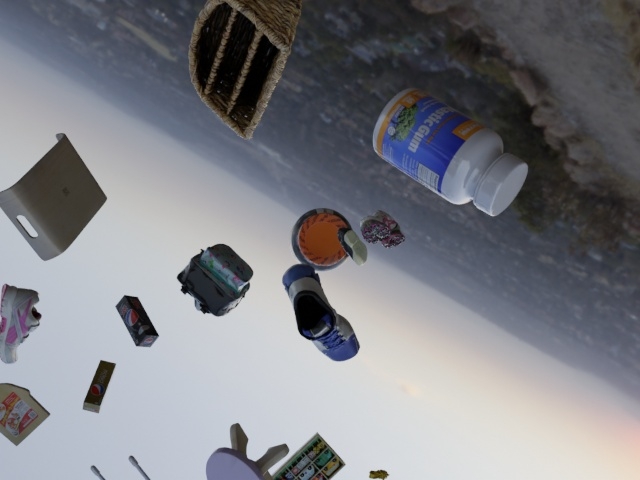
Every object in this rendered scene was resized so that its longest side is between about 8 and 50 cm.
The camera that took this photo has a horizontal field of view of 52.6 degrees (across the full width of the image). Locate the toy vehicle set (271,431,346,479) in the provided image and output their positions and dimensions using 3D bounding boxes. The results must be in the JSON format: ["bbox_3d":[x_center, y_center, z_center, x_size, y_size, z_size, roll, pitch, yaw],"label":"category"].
[{"bbox_3d":[-0.054,0.893,2.501,0.166,0.267,0.035,47,177,-3],"label":"toy vehicle set"}]

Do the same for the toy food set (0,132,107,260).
[{"bbox_3d":[-0.718,-0.122,1.740,0.092,0.306,0.220,-8,126,23],"label":"toy food set"}]

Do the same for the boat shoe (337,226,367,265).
[{"bbox_3d":[0.085,0.015,1.695,0.042,0.049,0.133,28,158,45],"label":"boat shoe"}]

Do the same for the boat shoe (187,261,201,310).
[{"bbox_3d":[-0.468,0.171,2.437,0.083,0.184,0.065,8,178,14],"label":"boat shoe"}]

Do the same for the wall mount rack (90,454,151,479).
[{"bbox_3d":[-0.597,0.842,2.031,0.130,0.350,0.304,14,-121,-52],"label":"wall mount rack"}]

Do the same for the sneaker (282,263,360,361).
[{"bbox_3d":[-0.002,0.230,1.736,0.316,0.127,0.182,59,-173,-26],"label":"sneaker"}]

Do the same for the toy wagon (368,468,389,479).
[{"bbox_3d":[0.121,0.739,1.581,0.267,0.345,0.068,17,175,-44],"label":"toy wagon"}]

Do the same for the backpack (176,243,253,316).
[{"bbox_3d":[-0.345,0.126,2.214,0.225,0.191,0.253,43,-173,2],"label":"backpack"}]

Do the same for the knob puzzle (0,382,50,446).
[{"bbox_3d":[-0.927,0.500,1.942,0.213,0.213,0.030,30,-161,-1],"label":"knob puzzle"}]

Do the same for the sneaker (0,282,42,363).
[{"bbox_3d":[-0.860,0.245,1.852,0.111,0.252,0.103,4,-155,-27],"label":"sneaker"}]

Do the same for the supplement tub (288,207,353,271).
[{"bbox_3d":[0.000,0.000,2.157,0.207,0.207,0.338,30,176,-3],"label":"supplement tub"}]

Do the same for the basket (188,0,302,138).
[{"bbox_3d":[-0.196,-0.427,1.480,0.213,0.223,0.299,20,141,-15],"label":"basket"}]

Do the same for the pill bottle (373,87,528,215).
[{"bbox_3d":[0.244,-0.163,1.217,0.272,0.152,0.152,37,-174,29],"label":"pill bottle"}]

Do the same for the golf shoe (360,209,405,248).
[{"bbox_3d":[0.140,-0.036,1.586,0.186,0.067,0.086,21,-138,-60],"label":"golf shoe"}]

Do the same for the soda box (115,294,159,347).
[{"bbox_3d":[-0.559,0.245,1.971,0.169,0.053,0.060,51,-163,30],"label":"soda box"}]

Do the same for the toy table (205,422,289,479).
[{"bbox_3d":[-0.223,0.703,1.954,0.252,0.274,0.161,-10,-162,18],"label":"toy table"}]

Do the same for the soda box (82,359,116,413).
[{"bbox_3d":[-0.795,0.524,2.331,0.061,0.058,0.181,17,-137,-9],"label":"soda box"}]
